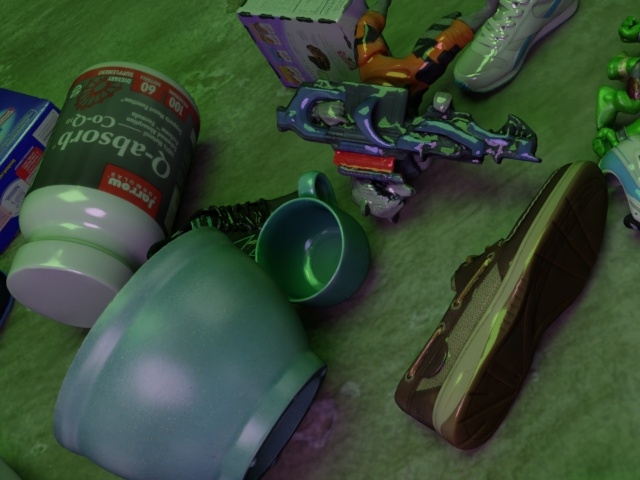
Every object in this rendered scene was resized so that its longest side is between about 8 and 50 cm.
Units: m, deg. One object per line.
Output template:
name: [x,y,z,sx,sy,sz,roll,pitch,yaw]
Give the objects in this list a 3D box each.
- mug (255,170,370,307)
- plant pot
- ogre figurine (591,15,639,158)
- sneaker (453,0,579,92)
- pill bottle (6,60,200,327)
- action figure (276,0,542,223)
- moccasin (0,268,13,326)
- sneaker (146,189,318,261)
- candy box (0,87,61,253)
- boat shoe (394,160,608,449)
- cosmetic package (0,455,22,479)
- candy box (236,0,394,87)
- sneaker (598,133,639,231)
mug: [0.004,0.008,1.033,0.129,0.097,0.157,35,98,32]
plant pot: [-0.117,0.158,0.911,0.196,0.293,0.293,32,73,14]
ogre figurine: [0.400,-0.187,0.987,0.118,0.096,0.197,2,45,44]
sneaker: [0.263,-0.302,1.150,0.228,0.092,0.087,-47,50,-9]
pill bottle: [-0.313,-0.068,1.210,0.210,0.210,0.362,-8,53,24]
action figure: [0.139,-0.174,1.071,0.341,0.178,0.330,20,87,21]
moccasin: [-0.585,0.176,1.237,0.138,0.117,0.341,-10,52,23]
sneaker: [-0.110,-0.003,1.122,0.267,0.106,0.101,-30,46,4]
candy box: [-0.620,-0.146,1.499,0.317,0.122,0.268,20,69,37]
boat shoe: [0.193,0.053,0.901,0.123,0.123,0.342,22,79,45]
cosmetic package: [-0.478,0.393,0.837,0.394,0.327,0.329,26,83,40]
candy box: [-0.003,-0.302,1.245,0.196,0.165,0.070,16,66,36]
sneaker: [0.387,-0.019,0.885,0.086,0.085,0.237,-51,46,22]
